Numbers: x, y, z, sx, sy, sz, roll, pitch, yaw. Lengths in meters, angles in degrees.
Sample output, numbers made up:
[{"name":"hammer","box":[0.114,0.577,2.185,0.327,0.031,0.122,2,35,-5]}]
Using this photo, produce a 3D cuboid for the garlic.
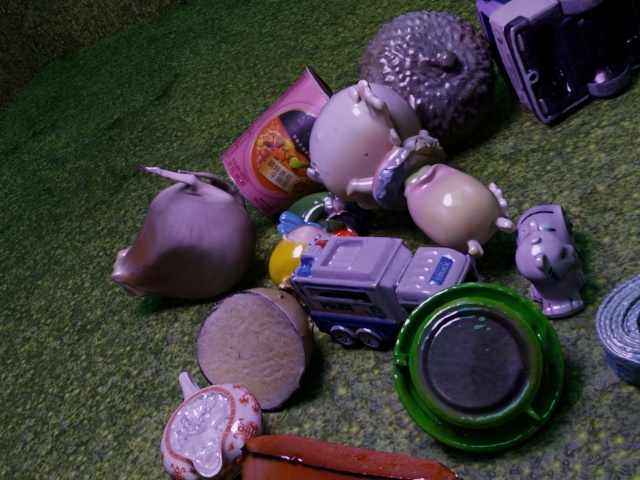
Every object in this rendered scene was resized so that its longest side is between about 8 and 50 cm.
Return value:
[{"name":"garlic","box":[-0.232,-0.040,1.429,0.340,0.246,0.231,115,171,-46]}]

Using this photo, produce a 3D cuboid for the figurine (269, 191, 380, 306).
[{"name":"figurine","box":[0.007,0.012,1.313,0.185,0.127,0.234,-6,30,10]}]

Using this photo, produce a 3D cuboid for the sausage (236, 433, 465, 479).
[{"name":"sausage","box":[0.033,0.300,0.932,0.330,0.102,0.102,-2,44,37]}]

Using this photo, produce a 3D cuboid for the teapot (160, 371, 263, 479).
[{"name":"teapot","box":[-0.160,0.275,1.113,0.159,0.116,0.245,-49,37,-2]}]

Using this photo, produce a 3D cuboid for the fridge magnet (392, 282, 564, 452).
[{"name":"fridge magnet","box":[0.191,0.152,0.939,0.208,0.088,0.207,-4,73,14]}]

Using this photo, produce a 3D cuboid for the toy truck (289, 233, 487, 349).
[{"name":"toy truck","box":[0.102,0.070,1.110,0.268,0.155,0.124,0,46,40]}]

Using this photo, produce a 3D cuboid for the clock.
[{"name":"clock","box":[0.309,0.007,1.054,0.080,0.117,0.176,-17,36,22]}]

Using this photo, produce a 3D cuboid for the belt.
[{"name":"belt","box":[0.408,0.094,0.894,0.163,0.082,0.148,-45,39,-16]}]

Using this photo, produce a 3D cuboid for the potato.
[{"name":"potato","box":[-0.083,0.155,1.189,0.202,0.182,0.117,-51,-11,32]}]

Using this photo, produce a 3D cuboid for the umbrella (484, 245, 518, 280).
[{"name":"umbrella","box":[0.297,0.011,1.146,0.149,0.022,0.022,-41,61,-12]}]

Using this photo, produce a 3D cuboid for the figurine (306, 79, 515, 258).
[{"name":"figurine","box":[0.130,-0.116,1.177,0.227,0.274,0.394,-39,53,-6]}]

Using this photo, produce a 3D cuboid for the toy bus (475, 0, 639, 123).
[{"name":"toy bus","box":[0.501,-0.422,1.356,0.440,0.209,0.249,-32,32,1]}]

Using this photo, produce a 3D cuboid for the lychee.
[{"name":"lychee","box":[0.195,-0.292,1.421,0.255,0.255,0.274,-39,-6,-9]}]

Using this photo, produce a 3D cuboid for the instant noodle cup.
[{"name":"instant noodle cup","box":[-0.048,-0.179,1.520,0.255,0.244,0.244,-38,32,10]}]

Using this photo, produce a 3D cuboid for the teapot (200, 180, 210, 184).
[{"name":"teapot","box":[-0.237,-0.076,1.638,0.116,0.116,0.173,-42,7,-13]}]
